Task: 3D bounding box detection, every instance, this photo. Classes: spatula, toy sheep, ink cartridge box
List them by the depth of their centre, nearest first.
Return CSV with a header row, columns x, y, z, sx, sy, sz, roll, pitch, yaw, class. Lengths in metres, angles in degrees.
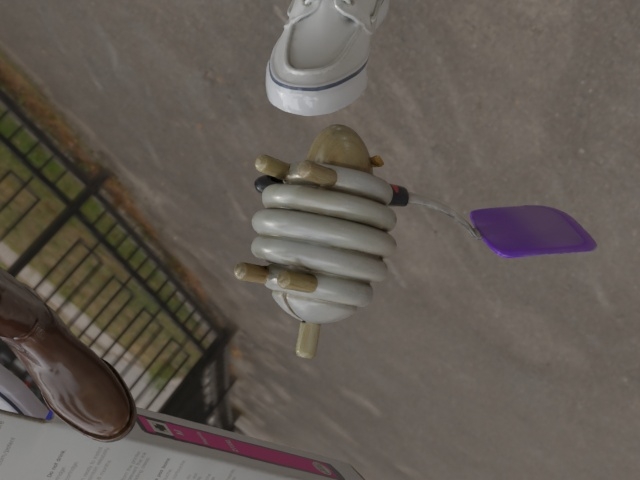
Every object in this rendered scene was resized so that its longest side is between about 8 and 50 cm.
x,y,z,sx,sy,sz,roll,pitch,yaw,class
0.000,0.000,0.491,0.091,0.132,0.091,14,180,0,toy sheep
-0.130,0.217,0.637,0.371,0.175,0.069,25,-173,-40,ink cartridge box
0.088,-0.026,0.729,0.297,0.030,0.084,10,-152,-20,spatula

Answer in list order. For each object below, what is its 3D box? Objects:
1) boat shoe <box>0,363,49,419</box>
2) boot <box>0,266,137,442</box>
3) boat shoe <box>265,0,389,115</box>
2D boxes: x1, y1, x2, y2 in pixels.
x,y,z,sx,sy,sz,roll,pitch,yaw,class
-0.270,0.175,0.752,0.226,0.075,0.083,45,141,-12,boat shoe
-0.136,0.045,0.404,0.106,0.037,0.114,40,164,16,boot
0.007,-0.207,0.795,0.095,0.258,0.084,5,131,9,boat shoe
